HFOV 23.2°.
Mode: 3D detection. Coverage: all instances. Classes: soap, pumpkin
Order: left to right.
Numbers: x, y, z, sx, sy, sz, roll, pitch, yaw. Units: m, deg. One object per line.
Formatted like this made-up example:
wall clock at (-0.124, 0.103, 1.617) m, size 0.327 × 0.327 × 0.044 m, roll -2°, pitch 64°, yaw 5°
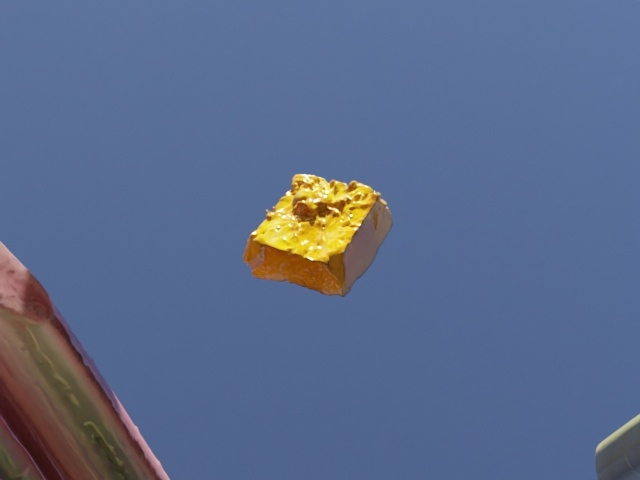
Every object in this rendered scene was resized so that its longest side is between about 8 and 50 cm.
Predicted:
soap at (-0.246, 0.079, 1.021) m, size 0.109 × 0.193 × 0.323 m, roll -47°, pitch -59°, yaw -31°
pumpkin at (0.000, 0.000, 1.050) m, size 0.074 × 0.054 × 0.083 m, roll 16°, pitch -132°, yaw 25°

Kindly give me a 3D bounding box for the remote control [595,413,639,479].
remote control at (0.213, 0.088, 0.765) m, size 0.098 × 0.233 × 0.038 m, roll -2°, pitch -109°, yaw -10°
